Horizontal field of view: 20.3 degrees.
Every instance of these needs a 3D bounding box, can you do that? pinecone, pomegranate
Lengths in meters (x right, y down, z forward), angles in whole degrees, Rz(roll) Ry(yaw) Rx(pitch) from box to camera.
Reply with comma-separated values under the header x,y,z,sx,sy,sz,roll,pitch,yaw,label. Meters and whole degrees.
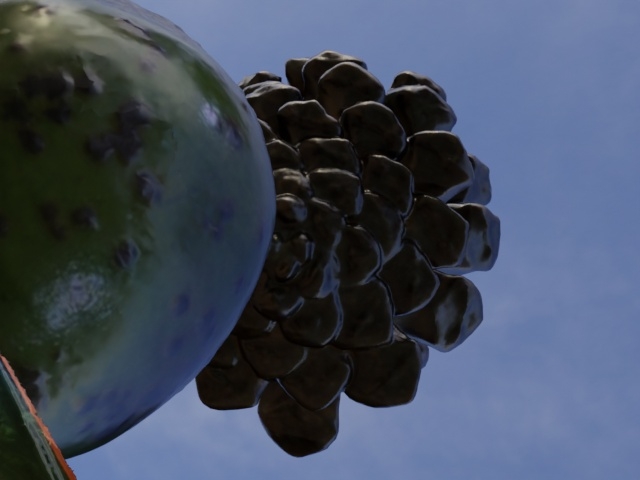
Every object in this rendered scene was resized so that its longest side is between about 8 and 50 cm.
x,y,z,sx,sy,sz,roll,pitch,yaw,label
0.000,-0.001,1.067,0.229,0.201,0.202,-42,-73,8,pinecone
-0.132,-0.027,0.661,0.202,0.202,0.248,-9,-48,35,pomegranate

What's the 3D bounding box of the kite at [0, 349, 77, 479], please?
x,y,z,sx,sy,sz,roll,pitch,yaw,label
-0.163,0.045,0.480,0.321,0.234,0.016,14,-38,2,kite
